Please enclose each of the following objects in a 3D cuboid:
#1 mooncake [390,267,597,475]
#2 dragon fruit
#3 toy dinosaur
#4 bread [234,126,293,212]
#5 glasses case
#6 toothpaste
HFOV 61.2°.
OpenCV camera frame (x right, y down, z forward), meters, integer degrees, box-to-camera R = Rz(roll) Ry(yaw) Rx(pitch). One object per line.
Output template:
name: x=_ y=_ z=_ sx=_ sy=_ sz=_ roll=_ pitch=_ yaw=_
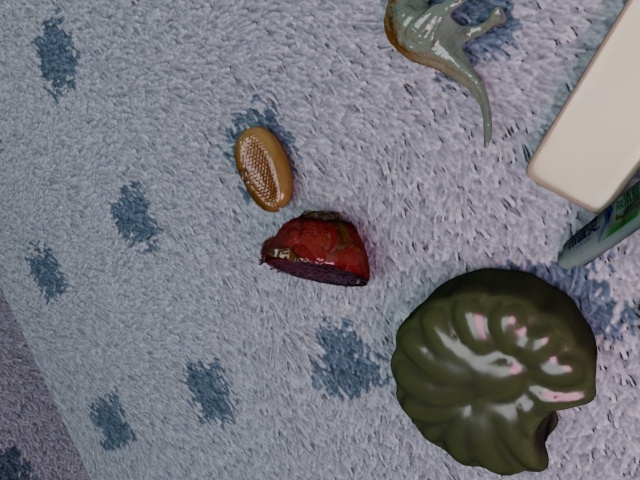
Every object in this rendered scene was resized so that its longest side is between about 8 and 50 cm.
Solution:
mooncake: x=0.294 y=0.222 z=0.951 sx=0.351 sy=0.187 sz=0.351 roll=11 pitch=112 yaw=30
dragon fruit: x=0.002 y=0.001 z=1.081 sx=0.224 sy=0.218 sz=0.148 roll=15 pitch=78 yaw=-13
toy dinosaur: x=0.212 y=-0.340 z=0.891 sx=0.206 sy=0.092 sz=0.392 roll=-19 pitch=95 yaw=34
bread: x=-0.117 y=-0.151 z=1.159 sx=0.114 sy=0.077 sz=0.189 roll=-21 pitch=91 yaw=14
glasses case: x=0.449 y=-0.212 z=0.791 sx=0.144 sy=0.076 sz=0.336 roll=36 pitch=119 yaw=19
toothpaste: x=0.423 y=-0.025 z=0.779 sx=0.048 sy=0.074 sz=0.297 roll=15 pitch=156 yaw=3
